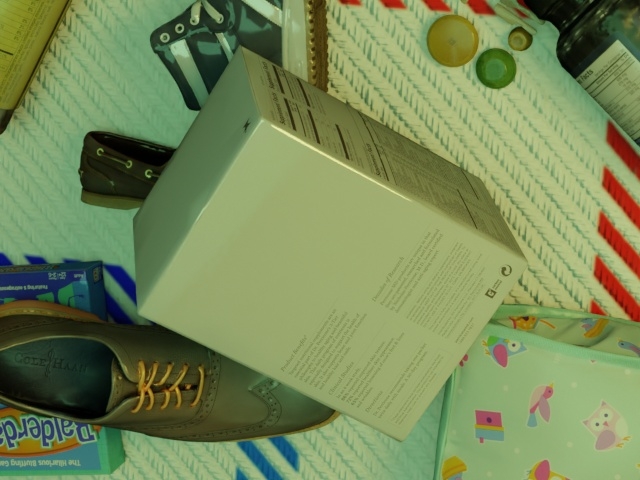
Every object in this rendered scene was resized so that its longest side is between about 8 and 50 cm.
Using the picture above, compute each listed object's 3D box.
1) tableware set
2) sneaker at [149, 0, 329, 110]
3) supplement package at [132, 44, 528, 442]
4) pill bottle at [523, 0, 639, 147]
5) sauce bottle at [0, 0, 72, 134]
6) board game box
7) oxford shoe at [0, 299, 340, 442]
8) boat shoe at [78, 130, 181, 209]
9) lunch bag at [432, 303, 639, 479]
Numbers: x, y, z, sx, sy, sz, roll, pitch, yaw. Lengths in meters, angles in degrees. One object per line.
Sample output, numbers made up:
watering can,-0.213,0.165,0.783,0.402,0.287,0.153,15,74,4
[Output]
tableware set,0.126,-0.211,1.483,0.154,0.024,0.104,35,110,4
sneaker,-0.075,-0.245,1.485,0.153,0.099,0.282,1,104,12
supplement package,0.000,0.000,1.419,0.262,0.198,0.199,28,108,-18
pill bottle,0.281,-0.159,1.401,0.123,0.123,0.219,-43,88,18
sauce bottle,-0.270,-0.266,1.526,0.111,0.111,0.344,32,105,6
board game box,-0.287,0.129,1.639,0.160,0.047,0.210,-4,101,14
oxford shoe,-0.151,0.138,1.536,0.363,0.133,0.130,4,99,-4
boat shoe,-0.133,-0.060,1.549,0.207,0.073,0.073,8,105,12
lunch bag,0.232,0.180,1.464,0.262,0.160,0.223,9,104,6
